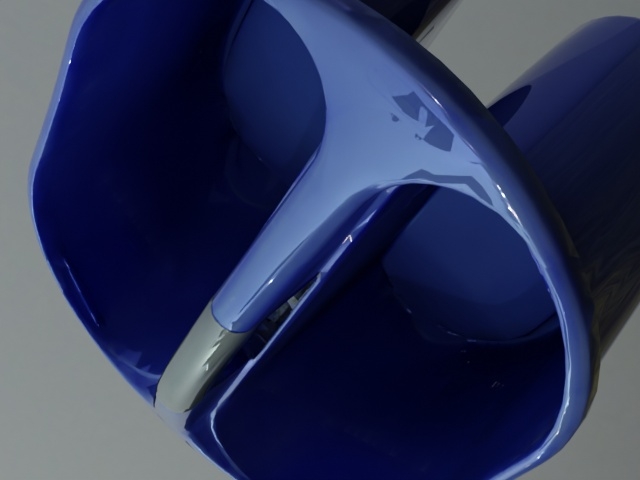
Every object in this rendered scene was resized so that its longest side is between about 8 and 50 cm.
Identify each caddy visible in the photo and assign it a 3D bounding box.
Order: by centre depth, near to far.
[{"bbox_3d":[0.000,0.000,0.576,0.179,0.241,0.341,-44,-5,-31],"label":"caddy"}]
